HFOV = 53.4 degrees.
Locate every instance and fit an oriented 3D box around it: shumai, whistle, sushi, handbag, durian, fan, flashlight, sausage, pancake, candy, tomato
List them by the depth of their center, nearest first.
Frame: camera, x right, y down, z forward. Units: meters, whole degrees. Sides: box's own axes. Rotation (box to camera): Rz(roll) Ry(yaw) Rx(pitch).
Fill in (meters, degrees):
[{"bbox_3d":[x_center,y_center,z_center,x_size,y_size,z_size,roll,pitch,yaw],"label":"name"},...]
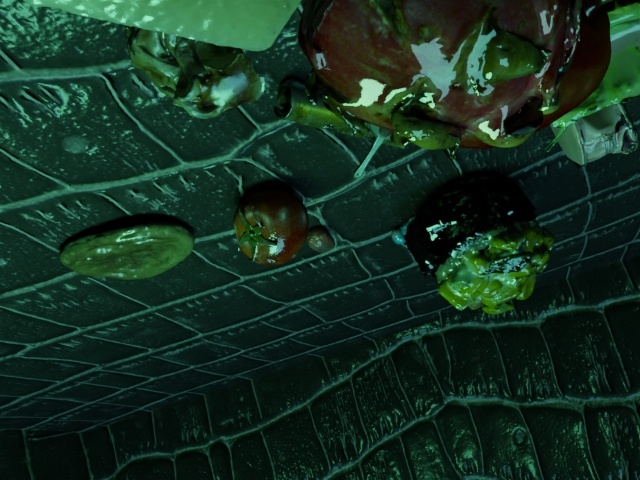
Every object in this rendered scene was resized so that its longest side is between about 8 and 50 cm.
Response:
[{"bbox_3d":[-0.159,-0.322,0.669,0.321,0.135,0.179,2,153,-36],"label":"candy"},{"bbox_3d":[-0.168,-0.234,0.861,0.162,0.152,0.209,-17,158,-14],"label":"shumai"},{"bbox_3d":[0.527,-0.311,1.090,0.356,0.169,0.157,-22,159,13],"label":"durian"},{"bbox_3d":[0.055,-0.220,1.148,0.327,0.057,0.068,4,129,-43],"label":"whistle"},{"bbox_3d":[0.124,-0.207,1.166,0.153,0.008,0.226,8,122,-46],"label":"fan"},{"bbox_3d":[0.530,-0.236,1.257,0.117,0.179,0.205,-24,-167,12],"label":"handbag"},{"bbox_3d":[-0.103,-0.036,1.377,0.168,0.167,0.167,-13,158,-5],"label":"tomato"},{"bbox_3d":[-0.426,0.027,1.443,0.295,0.049,0.294,-13,159,-5],"label":"pancake"},{"bbox_3d":[0.413,0.024,1.622,0.328,0.285,0.329,-34,151,17],"label":"sushi"},{"bbox_3d":[0.000,0.000,1.646,0.059,0.054,0.094,-21,158,15],"label":"sausage"},{"bbox_3d":[0.248,-0.034,1.735,0.129,0.051,0.051,-35,151,33],"label":"flashlight"}]

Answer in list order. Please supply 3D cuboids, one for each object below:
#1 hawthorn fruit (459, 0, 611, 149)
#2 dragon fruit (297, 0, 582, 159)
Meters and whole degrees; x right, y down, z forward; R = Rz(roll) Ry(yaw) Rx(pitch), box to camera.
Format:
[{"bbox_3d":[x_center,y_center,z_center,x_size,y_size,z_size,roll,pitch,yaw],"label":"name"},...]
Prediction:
[{"bbox_3d":[0.255,-0.265,0.860,0.265,0.264,0.307,8,167,-44],"label":"hawthorn fruit"},{"bbox_3d":[0.130,-0.211,0.648,0.291,0.250,0.268,17,111,-20],"label":"dragon fruit"}]
